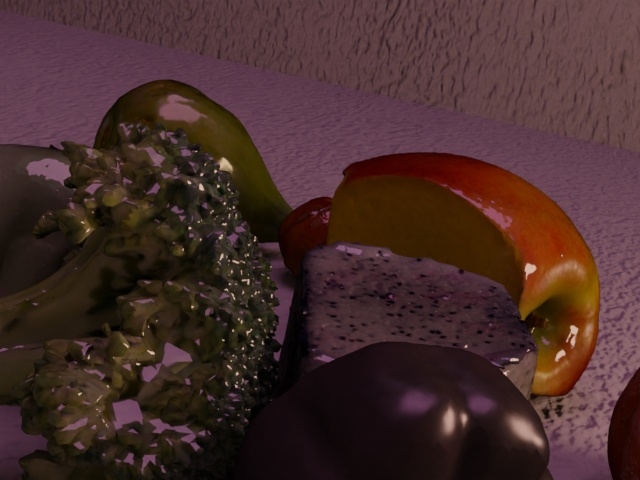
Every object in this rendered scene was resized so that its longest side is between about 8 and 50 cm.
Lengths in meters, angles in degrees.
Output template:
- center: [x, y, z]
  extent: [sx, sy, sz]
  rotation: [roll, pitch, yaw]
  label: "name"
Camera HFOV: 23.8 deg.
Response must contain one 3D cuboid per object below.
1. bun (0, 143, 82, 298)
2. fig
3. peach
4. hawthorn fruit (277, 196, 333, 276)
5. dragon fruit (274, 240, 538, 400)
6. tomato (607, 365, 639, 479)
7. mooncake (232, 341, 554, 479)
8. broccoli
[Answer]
- center: [-0.281, 0.045, 1.541]
  extent: [0.293, 0.293, 0.187]
  rotation: [12, 54, 10]
  label: "bun"
- center: [-0.161, -0.104, 2.093]
  extent: [0.314, 0.233, 0.233]
  rotation: [3, 16, -3]
  label: "fig"
- center: [0.157, 0.022, 1.786]
  extent: [0.380, 0.242, 0.306]
  rotation: [16, 6, 38]
  label: "peach"
- center: [0.000, 0.000, 2.023]
  extent: [0.128, 0.128, 0.128]
  rotation: [9, 15, -2]
  label: "hawthorn fruit"
- center: [0.065, 0.145, 1.351]
  extent: [0.221, 0.204, 0.283]
  rotation: [5, 22, -4]
  label: "dragon fruit"
- center: [0.389, 0.189, 1.440]
  extent: [0.232, 0.189, 0.232]
  rotation: [10, 18, -3]
  label: "tomato"
- center: [0.059, 0.193, 1.154]
  extent: [0.245, 0.245, 0.133]
  rotation: [2, 27, -25]
  label: "mooncake"
- center: [-0.157, 0.078, 1.279]
  extent: [0.338, 0.317, 0.277]
  rotation: [50, -17, 10]
  label: "broccoli"
